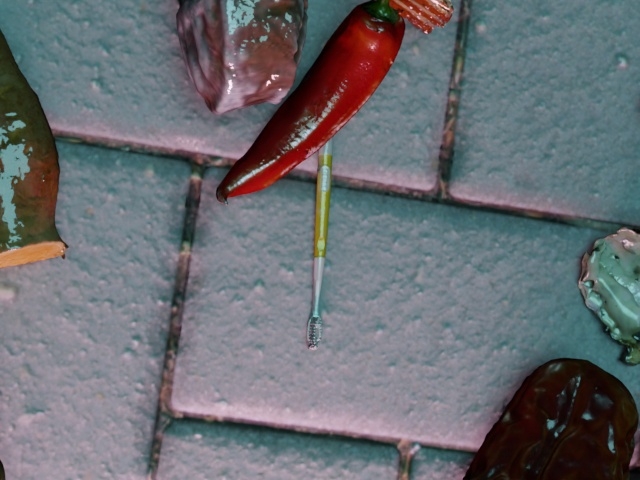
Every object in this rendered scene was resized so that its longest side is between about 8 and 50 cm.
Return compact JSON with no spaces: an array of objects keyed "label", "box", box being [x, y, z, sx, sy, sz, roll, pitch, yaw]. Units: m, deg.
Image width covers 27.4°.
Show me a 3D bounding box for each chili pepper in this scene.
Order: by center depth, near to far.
[{"label":"chili pepper","box":[0.008,-0.186,1.668,0.092,0.137,0.368,36,96,8]}]

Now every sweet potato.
[{"label":"sweet potato","box":[-0.384,-0.132,1.592,0.131,0.131,0.336,-5,91,-13]}]

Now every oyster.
[{"label":"oyster","box":[0.431,0.078,1.803,0.163,0.081,0.191,16,100,12]}]

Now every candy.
[{"label":"candy","box":[-0.098,-0.302,1.613,0.157,0.214,0.289,-6,86,-15]}]

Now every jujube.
[{"label":"jujube","box":[0.302,0.316,1.699,0.216,0.216,0.342,29,67,-10]}]

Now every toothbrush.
[{"label":"toothbrush","box":[0.000,0.000,1.723,0.021,0.024,0.288,4,87,-11]}]

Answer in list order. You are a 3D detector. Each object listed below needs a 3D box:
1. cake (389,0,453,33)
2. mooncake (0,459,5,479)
[{"label":"cake","box":[0.050,-0.370,1.680,0.160,0.158,0.262,-24,94,-9]},{"label":"mooncake","box":[-0.457,0.238,1.447,0.194,0.356,0.356,-14,91,-5]}]
